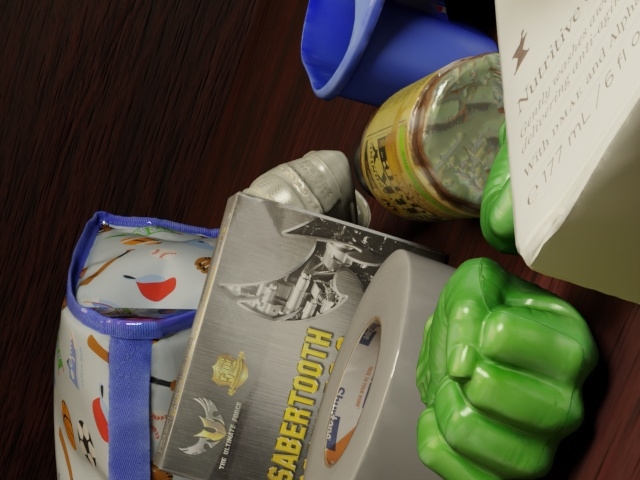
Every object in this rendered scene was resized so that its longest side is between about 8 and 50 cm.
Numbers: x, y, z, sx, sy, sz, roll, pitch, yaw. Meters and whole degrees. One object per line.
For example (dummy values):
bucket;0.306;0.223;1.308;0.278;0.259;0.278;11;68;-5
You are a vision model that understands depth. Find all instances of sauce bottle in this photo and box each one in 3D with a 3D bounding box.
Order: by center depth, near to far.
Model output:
sauce bottle;0.091;-0.067;1.144;0.344;0.111;0.111;167;119;-82

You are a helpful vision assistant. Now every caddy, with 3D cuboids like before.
caddy;0.065;-0.243;1.339;0.341;0.179;0.241;-108;35;-70

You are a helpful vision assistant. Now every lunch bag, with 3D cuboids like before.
lunch bag;-0.157;0.173;1.536;0.385;0.239;0.328;-87;-2;-76

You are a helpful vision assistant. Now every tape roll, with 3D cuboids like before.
tape roll;0.055;0.120;1.100;0.219;0.072;0.219;-161;90;-83

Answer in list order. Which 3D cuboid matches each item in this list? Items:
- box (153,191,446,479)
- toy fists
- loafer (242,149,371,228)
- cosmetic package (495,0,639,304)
box;-0.016;0.095;1.230;0.056;0.183;0.231;166;121;-77
toy fists;0.125;0.016;0.890;0.142;0.096;0.279;-120;49;-73
loafer;0.000;0.000;1.420;0.111;0.112;0.319;-38;-12;-6
cosmetic package;0.187;-0.162;0.685;0.385;0.156;0.217;-89;21;-52
